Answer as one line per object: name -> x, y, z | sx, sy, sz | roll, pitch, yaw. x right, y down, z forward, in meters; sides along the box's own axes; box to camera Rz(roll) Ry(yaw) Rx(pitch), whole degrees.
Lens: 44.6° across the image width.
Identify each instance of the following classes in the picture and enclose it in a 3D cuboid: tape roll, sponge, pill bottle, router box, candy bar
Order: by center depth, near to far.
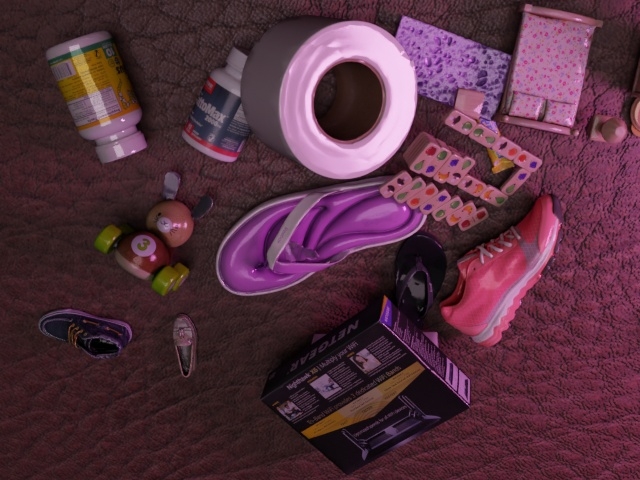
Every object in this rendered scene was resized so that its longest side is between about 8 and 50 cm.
tape roll -> 0.011, -0.236, 1.268 | 0.246, 0.169, 0.246 | -9, 111, -25
sponge -> 0.218, -0.296, 1.347 | 0.210, 0.031, 0.117 | 20, 101, 0
pill bottle -> -0.379, -0.246, 1.350 | 0.117, 0.117, 0.209 | -17, 106, 7
pill bottle -> -0.156, -0.238, 1.350 | 0.108, 0.108, 0.180 | 28, 106, -7
candy bar -> 0.300, -0.198, 1.395 | 0.040, 0.018, 0.162 | -23, 106, 9
router box -> 0.081, 0.275, 1.437 | 0.309, 0.081, 0.243 | -37, 108, 28

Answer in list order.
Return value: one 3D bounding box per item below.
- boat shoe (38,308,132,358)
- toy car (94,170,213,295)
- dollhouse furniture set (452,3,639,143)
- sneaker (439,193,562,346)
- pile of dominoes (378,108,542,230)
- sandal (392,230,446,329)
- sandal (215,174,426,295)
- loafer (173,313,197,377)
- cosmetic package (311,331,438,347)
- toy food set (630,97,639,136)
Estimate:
boat shoe -> -0.462, 0.180, 1.506 | 0.183, 0.083, 0.065 | 7, 108, 0
toy car -> -0.282, -0.023, 1.415 | 0.155, 0.149, 0.188 | 36, 94, 2
dollhouse furniture set -> 0.424, -0.316, 1.240 | 0.355, 0.174, 0.303 | 9, 101, -7
sneaker -> 0.324, 0.045, 1.422 | 0.136, 0.116, 0.314 | 25, 107, -5
pile of dominoes -> 0.248, -0.104, 1.355 | 0.251, 0.040, 0.196 | 22, 120, -32
sandal -> 0.177, 0.107, 1.476 | 0.097, 0.054, 0.255 | 11, 108, -2
sandal -> -0.007, -0.014, 1.418 | 0.416, 0.102, 0.169 | -23, 105, 7
loafer -> -0.265, 0.208, 1.531 | 0.045, 0.039, 0.125 | -4, 108, 4
cosmetic package -> 0.106, 0.230, 1.489 | 0.238, 0.060, 0.099 | -2, 119, 12
toy food set -> 0.587, -0.226, 1.375 | 0.082, 0.020, 0.083 | -13, 106, 6
